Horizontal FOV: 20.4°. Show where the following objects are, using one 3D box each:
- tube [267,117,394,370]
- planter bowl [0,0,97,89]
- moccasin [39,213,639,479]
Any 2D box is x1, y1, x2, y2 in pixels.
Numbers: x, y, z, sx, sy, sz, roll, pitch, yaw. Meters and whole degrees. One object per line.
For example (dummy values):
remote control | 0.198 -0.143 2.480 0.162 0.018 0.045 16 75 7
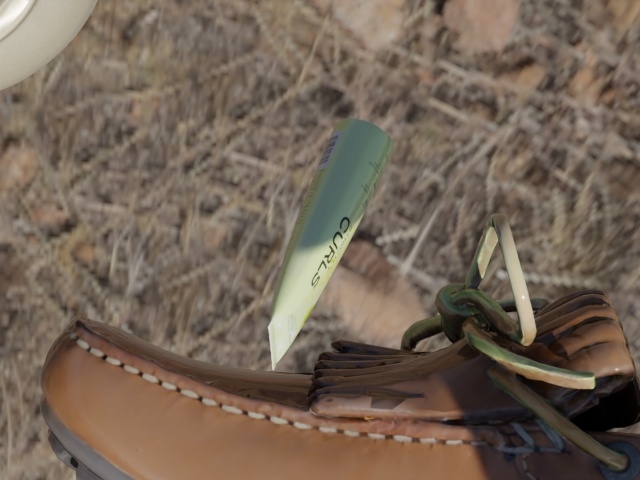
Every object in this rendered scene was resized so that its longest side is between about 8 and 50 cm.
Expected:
tube | 0.000 0.000 1.632 0.070 0.062 0.240 43 58 -32
planter bowl | -0.167 -0.131 0.763 0.162 0.109 0.162 -3 106 -9
moccasin | 0.086 0.073 0.614 0.380 0.139 0.147 10 87 19
